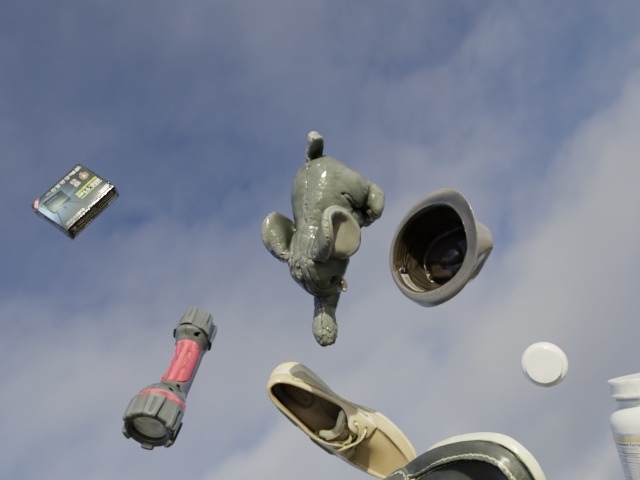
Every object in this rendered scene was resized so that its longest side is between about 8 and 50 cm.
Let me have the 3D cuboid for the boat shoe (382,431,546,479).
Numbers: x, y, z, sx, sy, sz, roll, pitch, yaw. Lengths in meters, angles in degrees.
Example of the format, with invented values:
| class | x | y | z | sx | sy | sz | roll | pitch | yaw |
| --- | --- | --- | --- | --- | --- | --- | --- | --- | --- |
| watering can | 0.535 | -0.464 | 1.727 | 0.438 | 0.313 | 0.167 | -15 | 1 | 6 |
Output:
| class | x | y | z | sx | sy | sz | roll | pitch | yaw |
| --- | --- | --- | --- | --- | --- | --- | --- | --- | --- |
| boat shoe | 0.070 | 0.215 | 0.470 | 0.079 | 0.084 | 0.233 | -23 | -16 | -48 |

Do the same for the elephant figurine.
| class | x | y | z | sx | sy | sz | roll | pitch | yaw |
| --- | --- | --- | --- | --- | --- | --- | --- | --- | --- |
| elephant figurine | 0.000 | 0.000 | 0.953 | 0.186 | 0.239 | 0.169 | 29 | -39 | -4 |

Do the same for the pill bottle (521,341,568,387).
| class | x | y | z | sx | sy | sz | roll | pitch | yaw |
| --- | --- | --- | --- | --- | --- | --- | --- | --- | --- |
| pill bottle | 0.433 | 0.239 | 1.218 | 0.086 | 0.086 | 0.152 | -44 | -21 | 10 |

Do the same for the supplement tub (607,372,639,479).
| class | x | y | z | sx | sy | sz | roll | pitch | yaw |
| --- | --- | --- | --- | --- | --- | --- | --- | --- | --- |
| supplement tub | 0.658 | 0.394 | 1.106 | 0.241 | 0.331 | 0.241 | -10 | -14 | -3 |

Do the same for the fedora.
| class | x | y | z | sx | sy | sz | roll | pitch | yaw |
| --- | --- | --- | --- | --- | --- | --- | --- | --- | --- |
| fedora | 0.276 | 0.023 | 1.368 | 0.124 | 0.244 | 0.275 | 9 | -37 | -35 |

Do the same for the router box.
| class | x | y | z | sx | sy | sz | roll | pitch | yaw |
| --- | --- | --- | --- | --- | --- | --- | --- | --- | --- |
| router box | -0.446 | -0.072 | 1.150 | 0.122 | 0.092 | 0.038 | -52 | -16 | -26 |

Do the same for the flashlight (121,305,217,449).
| class | x | y | z | sx | sy | sz | roll | pitch | yaw |
| --- | --- | --- | --- | --- | --- | --- | --- | --- | --- |
| flashlight | -0.274 | 0.244 | 1.190 | 0.103 | 0.304 | 0.103 | 35 | -59 | -15 |

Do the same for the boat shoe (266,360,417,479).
| class | x | y | z | sx | sy | sz | roll | pitch | yaw |
| --- | --- | --- | --- | --- | --- | --- | --- | --- | --- |
| boat shoe | 0.034 | 0.324 | 1.086 | 0.109 | 0.302 | 0.098 | -53 | -1 | 6 |
